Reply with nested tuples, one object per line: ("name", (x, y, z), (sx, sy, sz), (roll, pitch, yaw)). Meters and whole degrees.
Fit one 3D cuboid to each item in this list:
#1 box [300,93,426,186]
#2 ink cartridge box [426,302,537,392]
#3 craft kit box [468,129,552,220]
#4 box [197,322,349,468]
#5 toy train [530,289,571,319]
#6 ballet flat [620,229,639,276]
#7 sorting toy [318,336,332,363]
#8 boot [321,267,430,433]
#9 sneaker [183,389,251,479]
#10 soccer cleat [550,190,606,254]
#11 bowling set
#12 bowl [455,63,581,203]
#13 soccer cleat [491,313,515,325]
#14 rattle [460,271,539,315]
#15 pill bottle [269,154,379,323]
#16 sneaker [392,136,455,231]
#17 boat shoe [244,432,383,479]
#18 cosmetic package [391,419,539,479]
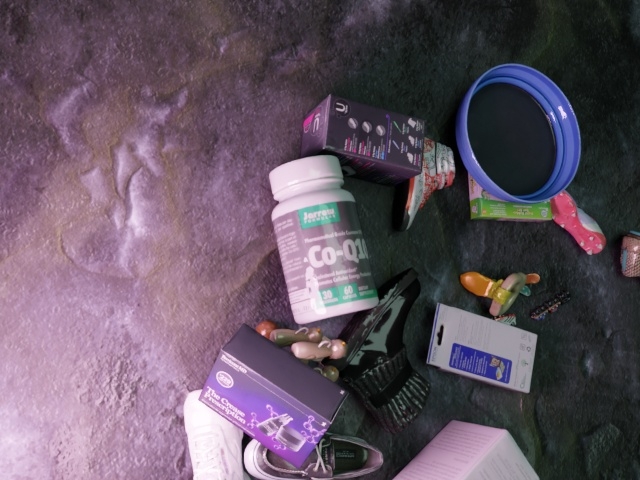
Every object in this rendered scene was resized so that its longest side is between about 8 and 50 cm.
("box", (0.105, -0.243, 1.679), (0.270, 0.165, 0.144), (11, 78, -22))
("ink cartridge box", (0.417, 0.285, 1.784), (0.332, 0.065, 0.166), (20, 74, -20))
("craft kit box", (0.535, -0.179, 1.914), (0.249, 0.061, 0.247), (2, 78, -23))
("box", (-0.101, 0.322, 1.393), (0.261, 0.184, 0.103), (32, 35, 6))
("toy train", (0.658, 0.187, 1.923), (0.158, 0.027, 0.036), (-25, 103, -25))
("ballet flat", (1.130, 0.075, 2.090), (0.482, 0.164, 0.182), (4, 102, -17))
("sorting toy", (0.006, 0.266, 1.639), (0.083, 0.012, 0.062), (37, 70, -14))
("boot", (0.191, 0.266, 1.653), (0.260, 0.131, 0.348), (43, 74, -8))
("sneaker", (-0.218, 0.467, 1.430), (0.114, 0.152, 0.305), (-19, 88, 7))
("soccer cleat", (0.748, -0.067, 1.983), (0.248, 0.083, 0.095), (48, 38, -4))
("bowling set", (-0.049, 0.254, 1.535), (0.154, 0.287, 0.200), (3, 47, -29))
("bowl", (0.544, -0.289, 1.865), (0.390, 0.077, 0.391), (4, 80, -22))
("soccer cleat", (0.502, 0.222, 1.849), (0.083, 0.029, 0.036), (-5, 80, -28))
("rattle", (0.497, 0.117, 1.863), (0.199, 0.142, 0.130), (-34, 127, -40))
("pill bottle", (0.000, 0.000, 1.570), (0.204, 0.204, 0.361), (-10, 82, -24))
("sneaker", (0.279, -0.141, 1.778), (0.144, 0.090, 0.270), (14, 74, -18))
("boat shoe", (-0.005, 0.474, 1.513), (0.335, 0.119, 0.121), (8, 72, -34))
("cosmetic package", (0.266, 0.636, 1.573), (0.453, 0.230, 0.162), (-36, 97, -23))
